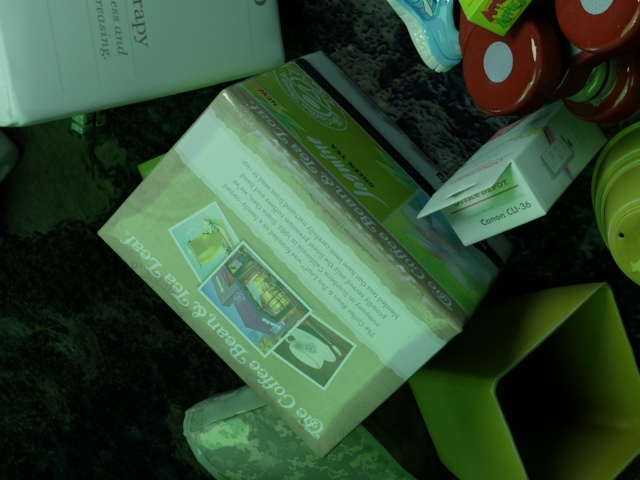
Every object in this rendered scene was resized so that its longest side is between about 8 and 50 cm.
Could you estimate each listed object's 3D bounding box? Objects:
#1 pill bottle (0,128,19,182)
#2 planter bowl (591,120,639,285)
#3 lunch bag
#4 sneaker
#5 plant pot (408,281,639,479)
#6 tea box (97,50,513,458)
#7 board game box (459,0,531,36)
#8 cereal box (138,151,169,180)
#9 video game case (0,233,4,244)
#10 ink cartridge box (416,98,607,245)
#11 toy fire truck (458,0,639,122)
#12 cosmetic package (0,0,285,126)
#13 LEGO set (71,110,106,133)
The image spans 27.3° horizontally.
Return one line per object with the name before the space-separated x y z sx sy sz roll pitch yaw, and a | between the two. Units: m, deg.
pill bottle | -0.577 -0.174 1.919 0.264 0.146 0.146 46 138 2
planter bowl | 0.359 -0.011 1.336 0.217 0.090 0.217 21 131 26
lunch bag | 0.003 0.237 1.647 0.235 0.168 0.287 -20 140 31
sneaker | 0.114 -0.260 1.382 0.073 0.063 0.162 -26 107 28
plant pot | 0.226 0.181 1.513 0.187 0.212 0.212 5 124 51
tea box | 0.000 0.000 1.420 0.329 0.323 0.220 45 114 1
board game box | 0.150 -0.275 1.182 0.043 0.181 0.092 20 125 -29
cereal box | -0.120 -0.053 1.695 0.240 0.047 0.173 -16 96 44
video game case | -0.623 -0.074 1.981 0.269 0.244 0.061 43 95 3
ink cartridge box | 0.196 -0.063 1.346 0.115 0.198 0.067 -25 103 46
toy fire truck | 0.238 -0.255 1.208 0.302 0.169 0.253 -31 67 48
cosmetic package | -0.296 -0.304 1.364 0.327 0.394 0.329 2 105 37
LEGO set | -0.333 -0.238 1.714 0.087 0.093 0.227 30 135 18
